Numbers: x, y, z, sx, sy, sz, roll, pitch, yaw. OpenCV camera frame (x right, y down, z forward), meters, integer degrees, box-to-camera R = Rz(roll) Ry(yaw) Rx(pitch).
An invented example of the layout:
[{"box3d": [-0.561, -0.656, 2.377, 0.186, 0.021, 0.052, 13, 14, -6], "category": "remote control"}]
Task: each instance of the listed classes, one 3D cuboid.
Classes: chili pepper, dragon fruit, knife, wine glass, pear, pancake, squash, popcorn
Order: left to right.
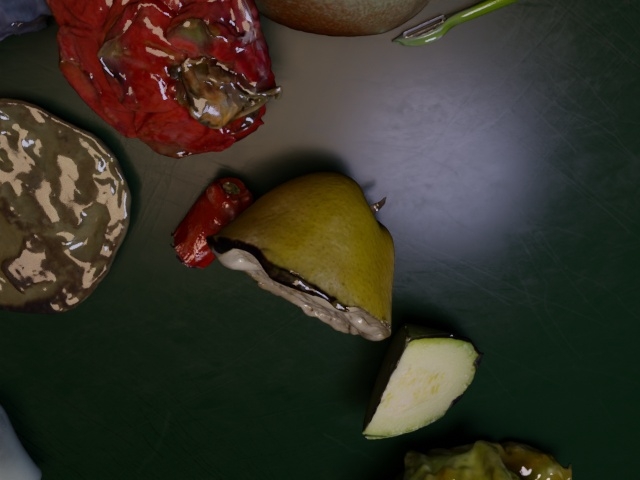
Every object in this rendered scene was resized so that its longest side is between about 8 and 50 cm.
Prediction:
[{"box3d": [-0.508, 0.288, 0.851, 0.103, 0.103, 0.231, -17, 115, 4], "category": "wine glass"}, {"box3d": [-0.386, -0.039, 0.757, 0.294, 0.049, 0.295, -1, 108, -2], "category": "pancake"}, {"box3d": [-0.160, -0.187, 0.570, 0.152, 0.205, 0.317, -40, 128, -23], "category": "dragon fruit"}, {"box3d": [-0.140, -0.025, 0.759, 0.070, 0.073, 0.123, 38, 110, -9], "category": "chili pepper"}, {"box3d": [0.001, 0.001, 0.733, 0.267, 0.267, 0.178, 27, 75, -12], "category": "pear"}, {"box3d": [0.143, 0.195, 0.869, 0.184, 0.085, 0.192, 6, 117, -36], "category": "squash"}, {"box3d": [0.177, -0.272, 0.707, 0.184, 0.022, 0.026, -21, 85, 7], "category": "knife"}, {"box3d": [0.224, 0.448, 0.860, 0.335, 0.279, 0.274, -18, 92, 17], "category": "popcorn"}]

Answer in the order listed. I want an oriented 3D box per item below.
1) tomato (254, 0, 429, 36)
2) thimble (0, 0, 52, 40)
[{"box3d": [0.009, -0.354, 0.550, 0.303, 0.239, 0.304, 1, 112, 1], "category": "tomato"}, {"box3d": [-0.377, -0.273, 0.569, 0.205, 0.236, 0.172, -2, 121, 28], "category": "thimble"}]
